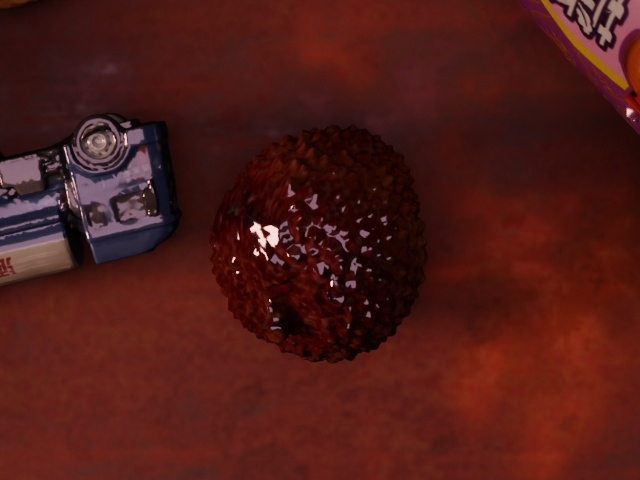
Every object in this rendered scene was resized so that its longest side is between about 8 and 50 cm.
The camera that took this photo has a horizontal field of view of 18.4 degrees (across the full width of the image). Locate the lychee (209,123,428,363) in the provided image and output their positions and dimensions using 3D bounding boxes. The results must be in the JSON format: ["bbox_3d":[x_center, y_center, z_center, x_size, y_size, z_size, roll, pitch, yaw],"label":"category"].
[{"bbox_3d":[0.002,-0.001,1.081,0.123,0.123,0.129,37,80,1],"label":"lychee"}]

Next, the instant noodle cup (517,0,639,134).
[{"bbox_3d":[0.212,-0.196,0.996,0.266,0.340,0.340,41,89,10],"label":"instant noodle cup"}]

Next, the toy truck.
[{"bbox_3d":[-0.178,-0.014,1.102,0.201,0.074,0.088,-13,93,0],"label":"toy truck"}]

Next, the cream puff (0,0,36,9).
[{"bbox_3d":[-0.182,-0.223,1.061,0.183,0.169,0.183,0,88,2],"label":"cream puff"}]
